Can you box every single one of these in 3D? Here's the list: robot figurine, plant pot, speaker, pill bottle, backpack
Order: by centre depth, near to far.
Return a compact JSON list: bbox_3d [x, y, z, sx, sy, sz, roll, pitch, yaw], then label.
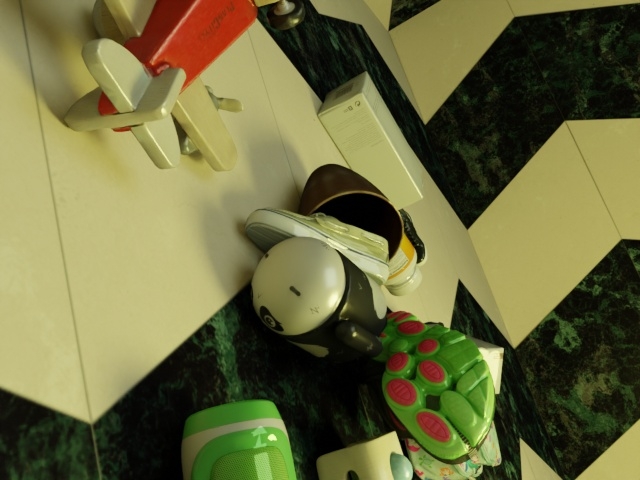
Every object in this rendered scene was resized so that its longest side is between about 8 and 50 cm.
[{"bbox_3d":[-0.076,0.335,0.628,0.131,0.131,0.297,28,42,-56],"label":"speaker"},{"bbox_3d":[0.003,0.108,0.981,0.278,0.209,0.174,40,50,-47],"label":"robot figurine"},{"bbox_3d":[0.039,-0.066,1.231,0.215,0.215,0.230,49,13,-34],"label":"plant pot"},{"bbox_3d":[0.278,0.414,1.270,0.253,0.191,0.225,27,46,-51],"label":"backpack"},{"bbox_3d":[0.156,0.025,1.443,0.246,0.136,0.136,52,26,-30],"label":"pill bottle"}]

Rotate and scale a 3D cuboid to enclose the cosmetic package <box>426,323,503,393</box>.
[{"bbox_3d":[0.264,0.249,1.235,0.238,0.127,0.107,-162,-103,-67],"label":"cosmetic package"}]

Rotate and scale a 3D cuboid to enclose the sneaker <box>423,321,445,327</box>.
[{"bbox_3d":[0.283,0.271,1.482,0.276,0.135,0.098,25,43,-59],"label":"sneaker"}]

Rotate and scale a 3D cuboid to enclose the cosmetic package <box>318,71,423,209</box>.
[{"bbox_3d":[0.166,-0.293,1.771,0.385,0.156,0.217,57,24,-23],"label":"cosmetic package"}]

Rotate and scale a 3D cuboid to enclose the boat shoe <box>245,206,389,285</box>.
[{"bbox_3d":[0.000,0.000,1.072,0.302,0.109,0.094,24,59,-28],"label":"boat shoe"}]

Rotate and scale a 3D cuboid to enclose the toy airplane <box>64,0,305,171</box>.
[{"bbox_3d":[-0.230,-0.287,0.813,0.384,0.272,0.387,-13,116,-57],"label":"toy airplane"}]

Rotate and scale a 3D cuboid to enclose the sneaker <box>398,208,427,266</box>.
[{"bbox_3d":[0.257,-0.023,1.810,0.121,0.079,0.217,37,27,-43],"label":"sneaker"}]

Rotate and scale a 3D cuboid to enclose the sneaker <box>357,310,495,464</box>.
[{"bbox_3d":[0.188,0.267,1.038,0.483,0.185,0.202,-134,-157,-80],"label":"sneaker"}]

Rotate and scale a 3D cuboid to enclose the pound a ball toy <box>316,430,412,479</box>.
[{"bbox_3d":[0.098,0.469,0.866,0.208,0.135,0.320,18,50,-61],"label":"pound a ball toy"}]
